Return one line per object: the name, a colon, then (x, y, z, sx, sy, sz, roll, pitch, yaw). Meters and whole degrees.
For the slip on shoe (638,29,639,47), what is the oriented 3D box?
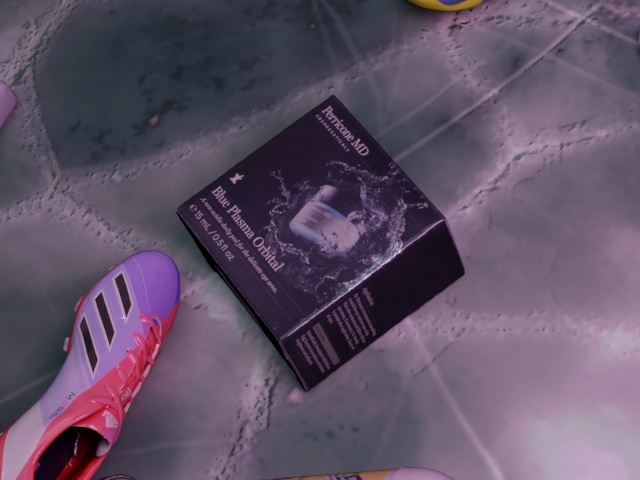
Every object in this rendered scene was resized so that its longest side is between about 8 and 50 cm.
slip on shoe: (0.305, -0.133, 1.354, 0.041, 0.051, 0.135, -11, 40, -37)

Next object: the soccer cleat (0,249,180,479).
soccer cleat: (-0.167, 0.113, 1.313, 0.095, 0.083, 0.248, 7, 54, 46)

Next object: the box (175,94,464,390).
box: (0.000, 0.000, 1.339, 0.158, 0.093, 0.156, -36, 59, -6)

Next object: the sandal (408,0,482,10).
sandal: (0.136, -0.340, 1.459, 0.126, 0.138, 0.317, 15, 69, 21)

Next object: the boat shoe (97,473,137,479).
boat shoe: (-0.201, 0.260, 1.289, 0.206, 0.075, 0.065, -51, 18, -7)

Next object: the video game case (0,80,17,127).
video game case: (-0.471, -0.044, 1.534, 0.300, 0.036, 0.329, 21, 71, 25)

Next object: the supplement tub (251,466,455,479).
supplement tub: (-0.011, 0.271, 1.109, 0.331, 0.241, 0.241, -7, 61, 12)
